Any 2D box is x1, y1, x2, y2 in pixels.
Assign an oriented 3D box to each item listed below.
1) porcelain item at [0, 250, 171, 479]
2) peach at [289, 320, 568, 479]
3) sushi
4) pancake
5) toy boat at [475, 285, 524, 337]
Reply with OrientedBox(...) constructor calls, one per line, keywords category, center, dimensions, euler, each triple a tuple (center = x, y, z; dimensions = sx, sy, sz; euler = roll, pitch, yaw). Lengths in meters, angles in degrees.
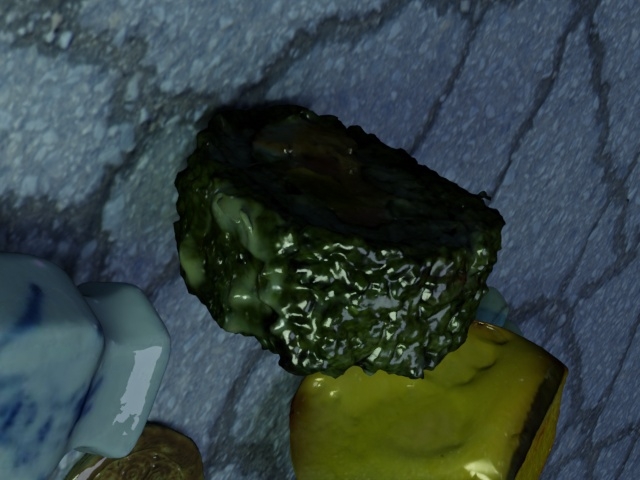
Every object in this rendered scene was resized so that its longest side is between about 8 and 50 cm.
OrientedBox(category="porcelain item", center=(-0.338, 0.123, 1.283), dimensions=(0.405, 0.178, 0.243), euler=(6, 110, -53))
OrientedBox(category="peach", center=(0.154, 0.272, 1.894), dimensions=(0.242, 0.380, 0.306), euler=(78, 10, -54))
OrientedBox(category="sushi", center=(0.000, 0.000, 1.466), dimensions=(0.294, 0.352, 0.178), euler=(-8, 123, -40))
OrientedBox(category="pancake", center=(-0.246, 0.331, 1.704), dimensions=(0.250, 0.031, 0.250), euler=(-31, 138, -32))
OrientedBox(category="toy boat", center=(0.193, 0.229, 2.132), dimensions=(0.330, 0.123, 0.215), euler=(-61, 151, -15))
